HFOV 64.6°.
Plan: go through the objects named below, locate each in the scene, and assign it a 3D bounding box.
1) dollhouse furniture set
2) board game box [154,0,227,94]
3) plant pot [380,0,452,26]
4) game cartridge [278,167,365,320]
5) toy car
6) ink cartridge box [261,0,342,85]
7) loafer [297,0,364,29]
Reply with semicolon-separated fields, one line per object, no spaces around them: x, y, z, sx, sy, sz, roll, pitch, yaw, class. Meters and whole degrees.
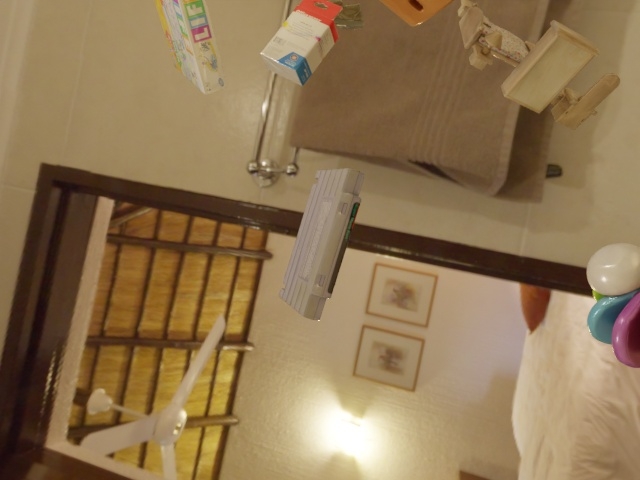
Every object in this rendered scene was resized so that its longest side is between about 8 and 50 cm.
0.517;-0.482;1.207;0.174;0.303;0.355;127;156;-44;dollhouse furniture set
-0.142;-0.238;0.510;0.026;0.103;0.154;-26;-47;-19;board game box
0.225;-0.628;1.130;0.203;0.291;0.291;46;-136;-20;plant pot
0.000;0.000;1.237;0.230;0.068;0.355;19;92;65;game cartridge
0.407;0.094;0.607;0.159;0.182;0.136;45;-108;-22;toy car
-0.044;-0.570;1.434;0.231;0.134;0.078;-54;-22;-8;ink cartridge box
0.029;-0.752;1.667;0.094;0.251;0.087;28;119;60;loafer
